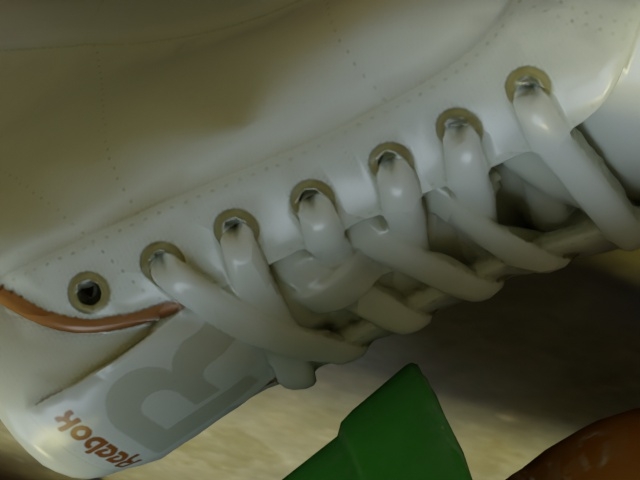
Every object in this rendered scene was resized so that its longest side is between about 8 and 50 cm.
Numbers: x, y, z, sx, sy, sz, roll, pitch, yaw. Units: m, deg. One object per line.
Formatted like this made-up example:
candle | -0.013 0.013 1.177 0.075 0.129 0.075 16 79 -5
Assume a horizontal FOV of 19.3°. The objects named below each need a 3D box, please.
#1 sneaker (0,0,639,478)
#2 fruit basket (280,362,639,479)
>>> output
sneaker | 0.000 0.000 0.420 0.290 0.123 0.106 -6 147 34
fruit basket | 0.129 0.119 0.477 0.353 0.165 0.327 -17 152 0
